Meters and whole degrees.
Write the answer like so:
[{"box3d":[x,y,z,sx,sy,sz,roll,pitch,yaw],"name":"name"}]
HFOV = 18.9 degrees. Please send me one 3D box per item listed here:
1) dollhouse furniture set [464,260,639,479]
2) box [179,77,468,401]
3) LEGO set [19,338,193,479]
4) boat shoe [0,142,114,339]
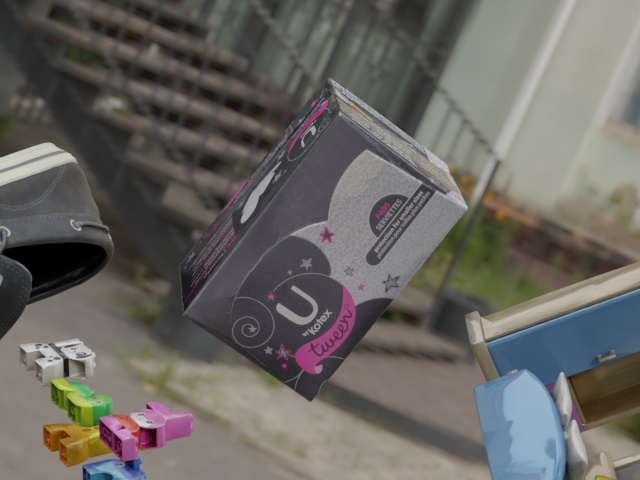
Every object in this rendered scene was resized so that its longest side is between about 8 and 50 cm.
[{"box3d":[0.258,0.196,1.496,0.303,0.198,0.286,-94,162,-59],"name":"dollhouse furniture set"},{"box3d":[0.000,0.000,1.838,0.163,0.247,0.142,35,13,-15],"name":"box"},{"box3d":[-0.168,0.154,1.606,0.093,0.087,0.227,-10,22,-27],"name":"LEGO set"},{"box3d":[-0.376,0.038,1.934,0.156,0.187,0.500,51,32,5],"name":"boat shoe"}]
